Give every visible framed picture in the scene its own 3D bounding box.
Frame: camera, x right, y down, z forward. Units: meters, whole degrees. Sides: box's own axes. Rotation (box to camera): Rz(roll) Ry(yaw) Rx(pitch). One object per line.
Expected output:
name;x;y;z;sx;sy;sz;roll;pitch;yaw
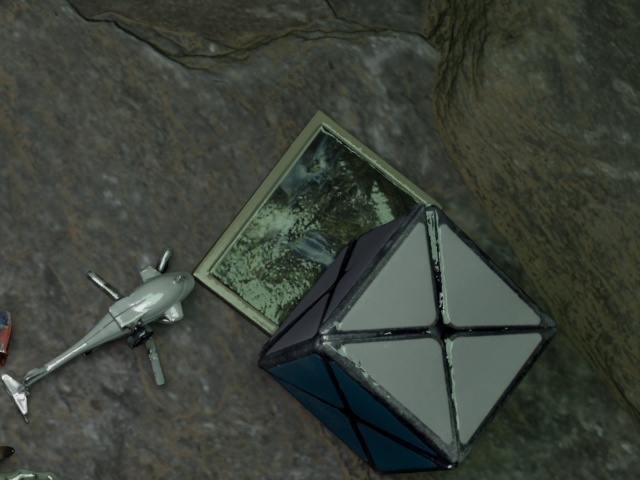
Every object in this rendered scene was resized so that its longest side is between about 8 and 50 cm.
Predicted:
framed picture;0.000;0.000;1.969;0.240;0.020;0.324;39;68;-4

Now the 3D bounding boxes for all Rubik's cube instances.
Rubik's cube;0.107;0.138;1.825;0.260;0.259;0.255;43;66;-6

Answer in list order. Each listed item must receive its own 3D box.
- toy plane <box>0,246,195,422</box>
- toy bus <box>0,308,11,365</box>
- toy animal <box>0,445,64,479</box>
toy plane;-0.289;0.113;1.806;0.273;0.107;0.182;-14;74;-15
toy bus;-0.490;0.104;1.770;0.192;0.065;0.077;17;63;-12
toy animal;-0.398;0.387;1.705;0.170;0.090;0.255;19;67;-7
